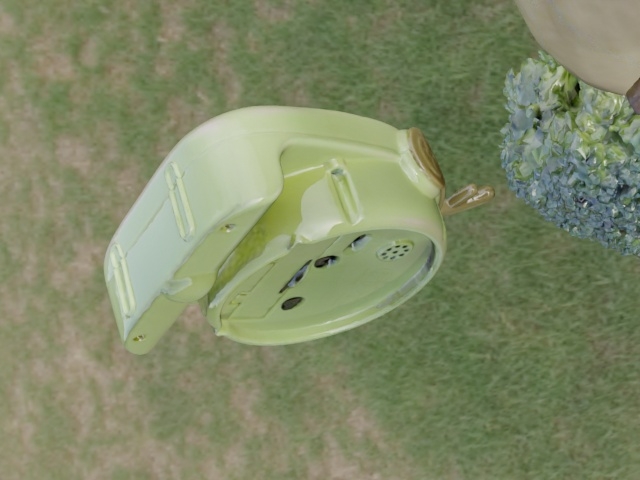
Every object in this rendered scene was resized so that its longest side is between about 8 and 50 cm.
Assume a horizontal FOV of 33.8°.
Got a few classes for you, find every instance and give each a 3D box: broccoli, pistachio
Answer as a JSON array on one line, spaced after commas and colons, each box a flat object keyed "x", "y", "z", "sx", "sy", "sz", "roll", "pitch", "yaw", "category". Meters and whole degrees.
[{"x": 0.362, "y": -0.107, "z": 1.175, "sx": 0.338, "sy": 0.277, "sz": 0.318, "roll": 119, "pitch": 159, "yaw": -52, "category": "broccoli"}, {"x": 0.227, "y": -0.217, "z": 0.768, "sx": 0.187, "sy": 0.299, "sz": 0.188, "roll": -14, "pitch": 60, "yaw": 26, "category": "pistachio"}]

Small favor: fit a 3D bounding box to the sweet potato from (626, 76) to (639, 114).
[{"x": 0.223, "y": -0.102, "z": 0.569, "sx": 0.117, "sy": 0.049, "sz": 0.049, "roll": -40, "pitch": 65, "yaw": 19, "category": "sweet potato"}]

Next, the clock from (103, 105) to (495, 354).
[{"x": 0.000, "y": 0.000, "z": 0.842, "sx": 0.235, "sy": 0.308, "sz": 0.096, "roll": -49, "pitch": 52, "yaw": 43, "category": "clock"}]
